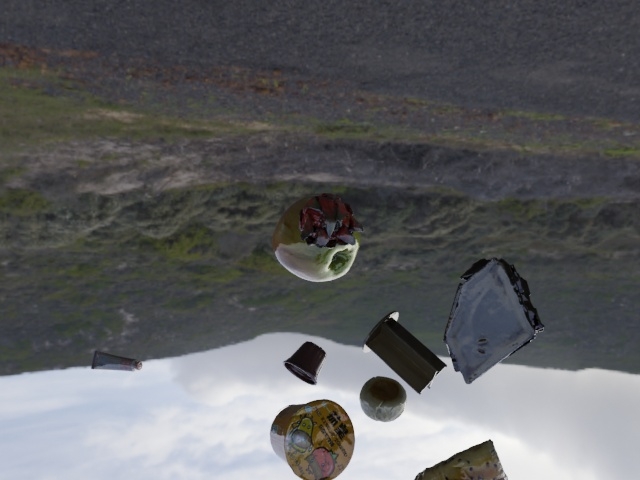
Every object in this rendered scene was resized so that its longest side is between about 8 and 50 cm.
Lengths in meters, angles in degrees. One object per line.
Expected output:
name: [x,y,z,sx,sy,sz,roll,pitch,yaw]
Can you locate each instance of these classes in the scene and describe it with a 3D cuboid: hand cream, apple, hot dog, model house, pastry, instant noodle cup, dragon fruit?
hand cream: [-0.731,0.436,1.984,0.209,0.067,0.043,1,166,20]
apple: [0.000,0.000,2.130,0.305,0.339,0.338,27,-165,38]
hot dog: [0.518,0.932,2.064,0.365,0.367,0.196,-22,-149,10]
model house: [0.502,0.221,1.689,0.297,0.317,0.282,-26,175,22]
pastry: [0.202,0.513,1.799,0.156,0.092,0.156,6,-145,-4]
instant noodle cup: [-0.035,0.547,1.547,0.215,0.216,0.172,2,168,-28]
dragon fruit: [0.012,-0.039,1.227,0.121,0.130,0.142,39,175,-33]

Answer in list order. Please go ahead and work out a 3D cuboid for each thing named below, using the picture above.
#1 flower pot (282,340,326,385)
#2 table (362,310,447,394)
flower pot: [-0.034,0.331,1.532,0.111,0.089,0.111,28,154,16]
table: [0.265,0.354,1.719,0.226,0.167,0.167,41,-163,25]
